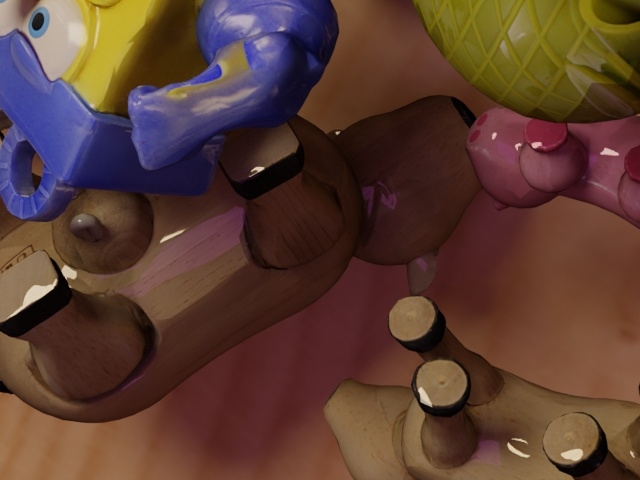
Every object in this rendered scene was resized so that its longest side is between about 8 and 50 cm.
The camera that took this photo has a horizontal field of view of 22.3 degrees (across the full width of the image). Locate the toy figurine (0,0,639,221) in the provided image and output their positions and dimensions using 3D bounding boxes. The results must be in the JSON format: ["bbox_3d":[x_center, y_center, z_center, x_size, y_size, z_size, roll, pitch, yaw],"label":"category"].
[{"bbox_3d":[-0.024,-0.077,0.552,0.362,0.191,0.217,46,109,33],"label":"toy figurine"}]

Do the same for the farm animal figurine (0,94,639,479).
[{"bbox_3d":[0.000,0.000,0.654,0.327,0.172,0.330,-15,59,7],"label":"farm animal figurine"}]
